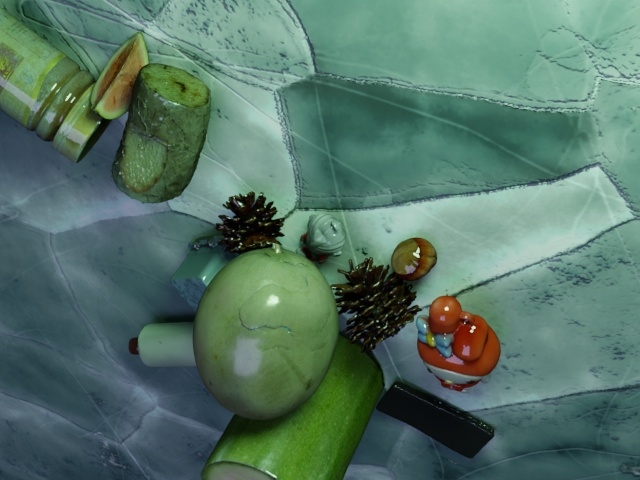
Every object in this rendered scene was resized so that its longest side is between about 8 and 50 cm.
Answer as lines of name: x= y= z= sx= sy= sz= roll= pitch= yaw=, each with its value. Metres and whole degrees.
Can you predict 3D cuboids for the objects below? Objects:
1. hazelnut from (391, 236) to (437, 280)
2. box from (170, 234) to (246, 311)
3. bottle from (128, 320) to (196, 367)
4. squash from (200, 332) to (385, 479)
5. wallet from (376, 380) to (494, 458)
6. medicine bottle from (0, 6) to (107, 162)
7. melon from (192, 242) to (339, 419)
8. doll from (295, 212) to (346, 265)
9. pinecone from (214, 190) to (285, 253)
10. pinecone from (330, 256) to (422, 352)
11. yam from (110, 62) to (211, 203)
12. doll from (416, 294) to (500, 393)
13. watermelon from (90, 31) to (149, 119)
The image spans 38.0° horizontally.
hazelnut: x=0.172 y=0.037 z=1.699 sx=0.086 sy=0.086 sz=0.086 roll=14 pitch=135 yaw=14
box: x=-0.185 y=0.099 z=1.895 sx=0.162 sy=0.130 sz=0.227 roll=-7 pitch=128 yaw=51
bottle: x=-0.336 y=0.238 z=2.122 sx=0.245 sy=0.104 sz=0.104 roll=-5 pitch=128 yaw=30
squash: x=-0.049 y=0.392 z=1.923 sx=0.263 sy=0.384 sz=0.263 roll=16 pitch=135 yaw=16
wallet: x=0.248 y=0.391 z=2.027 sx=0.244 sy=0.025 sz=0.124 roll=26 pitch=137 yaw=0
medicine bottle: x=-0.531 y=-0.294 z=1.680 sx=0.322 sy=0.151 sz=0.151 roll=36 pitch=136 yaw=-9
melon: x=-0.100 y=0.161 z=1.702 sx=0.268 sy=0.268 sz=0.330 roll=15 pitch=116 yaw=14
doll: x=0.000 y=0.000 z=1.754 sx=0.094 sy=0.079 sz=0.180 roll=54 pitch=150 yaw=7
pinecone: x=-0.133 y=-0.032 z=1.754 sx=0.140 sy=0.140 sz=0.121 roll=-7 pitch=93 yaw=32
pinecone: x=0.094 y=0.110 z=1.750 sx=0.165 sy=0.163 sz=0.163 roll=55 pitch=135 yaw=5
yam: x=-0.277 y=-0.192 z=1.654 sx=0.153 sy=0.154 sz=0.254 roll=27 pitch=132 yaw=2
doll: x=0.260 y=0.201 z=1.764 sx=0.160 sy=0.130 sz=0.290 roll=17 pitch=150 yaw=18
watermelon: x=-0.360 y=-0.283 z=1.632 sx=0.068 sy=0.163 sz=0.087 roll=22 pitch=164 yaw=20
